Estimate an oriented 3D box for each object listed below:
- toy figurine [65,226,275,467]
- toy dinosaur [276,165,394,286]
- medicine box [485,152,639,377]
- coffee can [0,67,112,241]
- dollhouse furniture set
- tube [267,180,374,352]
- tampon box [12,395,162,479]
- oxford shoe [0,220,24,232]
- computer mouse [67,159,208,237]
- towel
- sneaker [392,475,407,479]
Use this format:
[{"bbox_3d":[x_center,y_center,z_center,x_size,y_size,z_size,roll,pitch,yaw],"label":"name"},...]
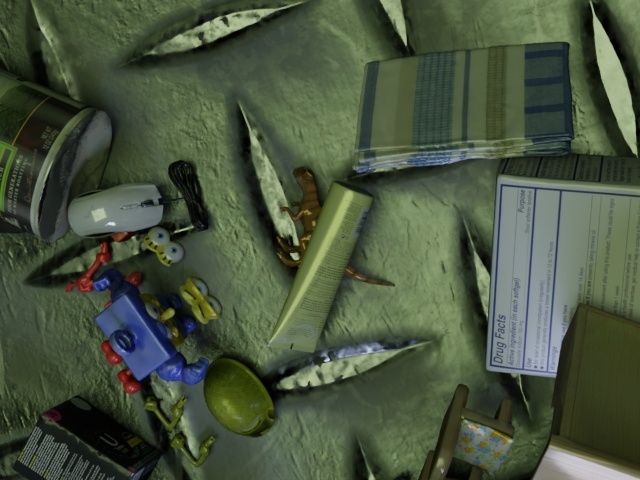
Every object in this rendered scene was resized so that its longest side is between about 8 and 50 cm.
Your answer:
[{"bbox_3d":[-0.239,0.161,1.796,0.191,0.217,0.362,-34,87,14],"label":"toy figurine"},{"bbox_3d":[0.000,0.000,1.805,0.112,0.064,0.211,-29,89,13],"label":"toy dinosaur"},{"bbox_3d":[0.363,0.034,1.655,0.289,0.149,0.263,5,109,13],"label":"medicine box"},{"bbox_3d":[-0.461,-0.142,1.826,0.275,0.201,0.201,23,100,10],"label":"coffee can"},{"bbox_3d":[0.311,0.319,1.575,0.362,0.256,0.394,19,127,4],"label":"dollhouse furniture set"},{"bbox_3d":[0.000,0.039,1.761,0.070,0.062,0.240,19,99,-6],"label":"tube"},{"bbox_3d":[-0.335,0.317,1.881,0.161,0.120,0.101,32,102,8],"label":"tampon box"},{"bbox_3d":[-0.521,-0.067,1.918,0.212,0.076,0.076,18,65,4],"label":"oxford shoe"},{"bbox_3d":[-0.256,-0.046,1.828,0.193,0.042,0.106,-14,92,-18],"label":"computer mouse"},{"bbox_3d":[0.185,-0.175,1.700,0.285,0.209,0.034,-5,137,12],"label":"towel"},{"bbox_3d":[0.107,0.395,1.829,0.058,0.052,0.135,17,106,1],"label":"sneaker"}]
